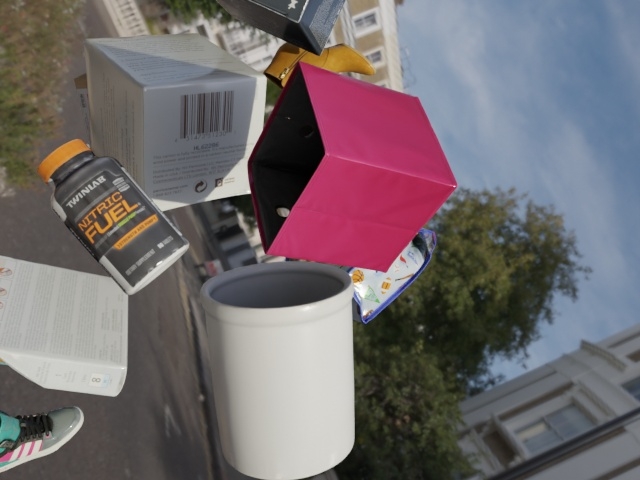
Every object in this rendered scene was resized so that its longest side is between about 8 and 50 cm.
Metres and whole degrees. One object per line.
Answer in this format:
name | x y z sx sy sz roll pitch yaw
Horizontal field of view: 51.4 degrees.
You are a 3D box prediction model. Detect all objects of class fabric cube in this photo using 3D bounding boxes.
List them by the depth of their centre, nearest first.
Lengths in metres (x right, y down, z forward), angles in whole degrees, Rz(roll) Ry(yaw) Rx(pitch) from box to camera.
fabric cube | 0.042 -0.125 1.214 0.259 0.258 0.254 -56 -144 39

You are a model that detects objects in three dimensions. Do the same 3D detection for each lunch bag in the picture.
lunch bag | 0.139 0.050 2.162 0.328 0.386 0.238 16 -47 50

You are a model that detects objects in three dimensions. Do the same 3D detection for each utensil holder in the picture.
utensil holder | -0.080 0.273 1.463 0.327 0.328 0.385 -129 -147 -72

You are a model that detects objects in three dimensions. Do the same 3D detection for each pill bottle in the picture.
pill bottle | -0.336 -0.043 1.060 0.245 0.130 0.130 49 -4 -3

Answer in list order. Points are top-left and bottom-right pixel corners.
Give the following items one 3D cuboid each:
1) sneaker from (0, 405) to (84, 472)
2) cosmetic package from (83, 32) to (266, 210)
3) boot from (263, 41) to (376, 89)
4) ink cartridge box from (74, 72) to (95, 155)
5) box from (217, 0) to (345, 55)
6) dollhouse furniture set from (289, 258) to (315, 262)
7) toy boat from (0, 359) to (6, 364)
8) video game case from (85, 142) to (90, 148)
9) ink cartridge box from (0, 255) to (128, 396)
sneaker | -0.788 0.495 1.748 0.123 0.296 0.178 53 -22 32
cosmetic package | -0.382 -0.322 1.728 0.394 0.330 0.327 41 -45 42
boot | -0.005 -0.499 1.992 0.295 0.211 0.104 29 -11 12
ink cartridge box | -0.636 -0.389 1.987 0.193 0.088 0.234 -79 166 -67
box | -0.112 -0.665 1.716 0.294 0.211 0.395 26 8 4
dollhouse furniture set | 0.000 0.000 1.851 0.197 0.152 0.301 -104 -166 -48
toy boat | -0.758 0.241 1.731 0.318 0.268 0.148 113 -39 -50
video game case | -0.749 -0.264 2.343 0.212 0.193 0.023 60 -1 6
ink cartridge box | -0.599 0.166 1.379 0.308 0.385 0.091 -113 -139 -55
